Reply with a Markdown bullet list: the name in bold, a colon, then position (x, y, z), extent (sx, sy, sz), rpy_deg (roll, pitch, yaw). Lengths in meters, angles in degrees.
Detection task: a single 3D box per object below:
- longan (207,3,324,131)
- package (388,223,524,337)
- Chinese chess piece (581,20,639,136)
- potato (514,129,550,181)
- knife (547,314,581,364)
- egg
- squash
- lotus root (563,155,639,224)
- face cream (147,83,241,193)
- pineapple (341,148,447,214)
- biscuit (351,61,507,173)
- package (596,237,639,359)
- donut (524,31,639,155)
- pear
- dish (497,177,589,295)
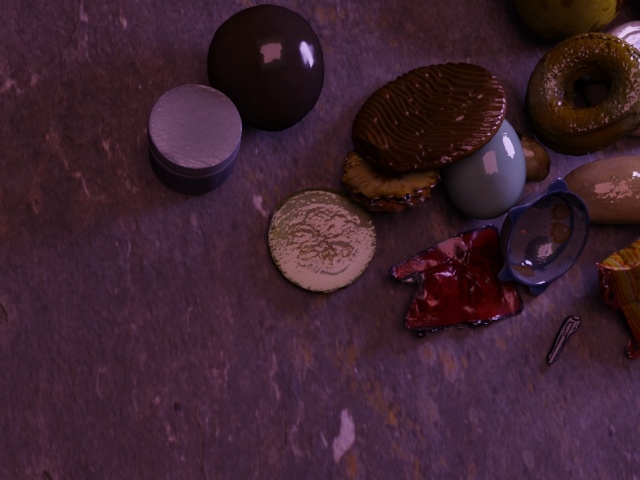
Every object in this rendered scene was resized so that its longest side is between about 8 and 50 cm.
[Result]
- **longan**: position (-0.107, -0.338, 1.710), extent (0.248, 0.248, 0.248), rpy_deg (2, 73, -8)
- **package**: position (0.270, 0.083, 1.716), extent (0.270, 0.071, 0.193), rpy_deg (-13, 90, -16)
- **Chinese chess piece**: position (0.701, -0.353, 1.889), extent (0.258, 0.104, 0.257), rpy_deg (2, 74, -7)
- **potato**: position (0.444, -0.175, 1.819), extent (0.103, 0.066, 0.096), rpy_deg (17, 75, -6)
- **knife**: position (0.488, 0.200, 1.739), extent (0.031, 0.018, 0.121), rpy_deg (32, 73, 4)
- **egg**: position (0.326, -0.154, 1.739), extent (0.168, 0.168, 0.230), rpy_deg (-2, 75, -9)
- **squash**: position (0.001, -0.001, 1.712), extent (0.219, 0.041, 0.219), rpy_deg (2, 73, -8)
- **lotus root**: position (0.630, -0.103, 1.789), extent (0.304, 0.131, 0.146), rpy_deg (-3, 75, -10)
- **face cream**: position (-0.246, -0.193, 1.675), extent (0.178, 0.153, 0.177), rpy_deg (3, 74, -10)
- **pineapple**: position (0.142, -0.122, 1.722), extent (0.225, 0.076, 0.224), rpy_deg (-5, 45, 5)
- **biscuit**: position (0.213, -0.251, 1.722), extent (0.318, 0.040, 0.317), rpy_deg (-13, 44, 13)
- **package**: position (0.690, 0.076, 1.749), extent (0.288, 0.108, 0.223), rpy_deg (-31, 103, -8)
- **donut**: position (0.549, -0.308, 1.784), extent (0.272, 0.107, 0.271), rpy_deg (-2, 84, 24)
- **pear**: position (0.540, -0.567, 1.844), extent (0.284, 0.283, 0.283), rpy_deg (2, 73, -8)
- **dish**: position (0.422, -0.021, 1.730), extent (0.228, 0.086, 0.236), rpy_deg (17, 103, -32)
